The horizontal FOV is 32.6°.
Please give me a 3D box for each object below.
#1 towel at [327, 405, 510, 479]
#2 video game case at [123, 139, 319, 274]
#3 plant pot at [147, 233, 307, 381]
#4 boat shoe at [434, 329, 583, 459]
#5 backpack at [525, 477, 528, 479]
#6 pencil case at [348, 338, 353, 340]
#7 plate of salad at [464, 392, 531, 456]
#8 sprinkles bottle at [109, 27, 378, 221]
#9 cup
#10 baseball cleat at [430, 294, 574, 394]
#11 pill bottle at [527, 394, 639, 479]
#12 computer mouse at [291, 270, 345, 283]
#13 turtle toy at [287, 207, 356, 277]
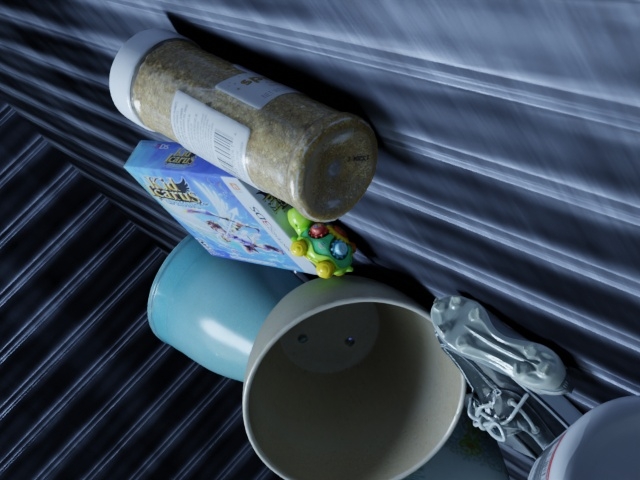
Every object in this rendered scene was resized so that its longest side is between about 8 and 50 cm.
[{"bbox_3d":[0.148,0.369,1.826,0.374,0.090,0.321,15,-147,-16],"label":"towel"},{"bbox_3d":[-0.140,-0.052,1.705,0.269,0.061,0.244,8,149,43],"label":"video game case"},{"bbox_3d":[-0.125,0.134,1.976,0.255,0.272,0.272,33,167,33],"label":"plant pot"},{"bbox_3d":[0.263,0.231,1.526,0.306,0.105,0.113,42,168,-12],"label":"boat shoe"},{"bbox_3d":[0.414,0.439,1.805,0.182,0.115,0.152,43,168,-28],"label":"backpack"},{"bbox_3d":[0.011,0.187,2.087,0.306,0.133,0.119,24,132,53],"label":"pencil case"},{"bbox_3d":[0.317,0.290,1.728,0.199,0.048,0.200,28,160,11],"label":"plate of salad"},{"bbox_3d":[-0.096,-0.137,1.237,0.355,0.121,0.121,30,165,40],"label":"sprinkles bottle"},{"bbox_3d":[0.032,0.184,1.684,0.331,0.331,0.237,45,-171,-24],"label":"cup"},{"bbox_3d":[0.229,0.143,1.394,0.206,0.072,0.109,35,175,41],"label":"baseball cleat"},{"bbox_3d":[0.351,0.311,1.289,0.210,0.210,0.363,37,169,13],"label":"pill bottle"},{"bbox_3d":[0.022,0.079,1.873,0.262,0.060,0.184,42,176,-24],"label":"computer mouse"},{"bbox_3d":[0.000,0.000,1.587,0.130,0.066,0.095,40,-168,12],"label":"turtle toy"}]
